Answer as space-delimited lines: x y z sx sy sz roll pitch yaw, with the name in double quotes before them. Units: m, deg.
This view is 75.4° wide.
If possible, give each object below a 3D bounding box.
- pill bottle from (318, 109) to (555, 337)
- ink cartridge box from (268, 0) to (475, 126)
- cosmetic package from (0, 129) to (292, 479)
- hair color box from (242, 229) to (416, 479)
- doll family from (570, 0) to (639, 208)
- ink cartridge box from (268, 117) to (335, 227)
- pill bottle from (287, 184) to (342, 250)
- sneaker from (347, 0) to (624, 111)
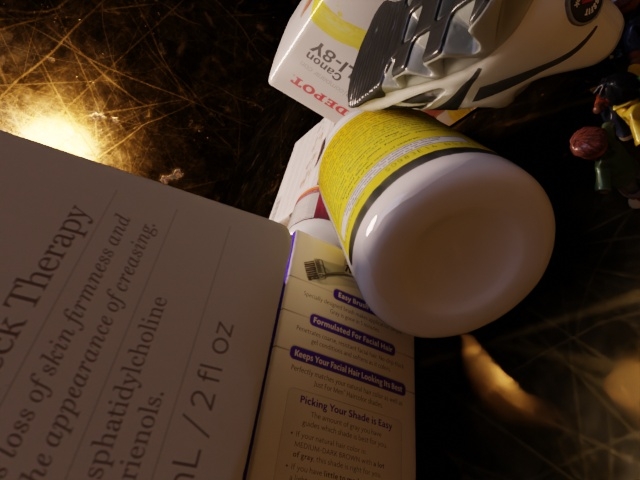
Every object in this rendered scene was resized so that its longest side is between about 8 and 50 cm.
"pill bottle" 0.100 -0.058 0.506 0.187 0.188 0.333 -55 24 20
"ink cartridge box" 0.139 -0.313 0.585 0.385 0.280 0.160 -30 40 54
"cosmetic package" -0.281 0.135 0.374 0.327 0.395 0.329 127 157 -51
"hair color box" 0.004 0.174 0.462 0.110 0.185 0.338 -41 30 47
"doll family" 0.257 -0.125 0.342 0.076 0.112 0.192 -30 39 53
"ink cartridge box" -0.021 -0.174 1.049 0.261 0.066 0.295 -25 44 56
"pill bottle" 0.000 0.000 0.695 0.121 0.121 0.221 -51 14 28
"sneaker" 0.129 -0.179 0.422 0.330 0.147 0.122 -136 61 -69
